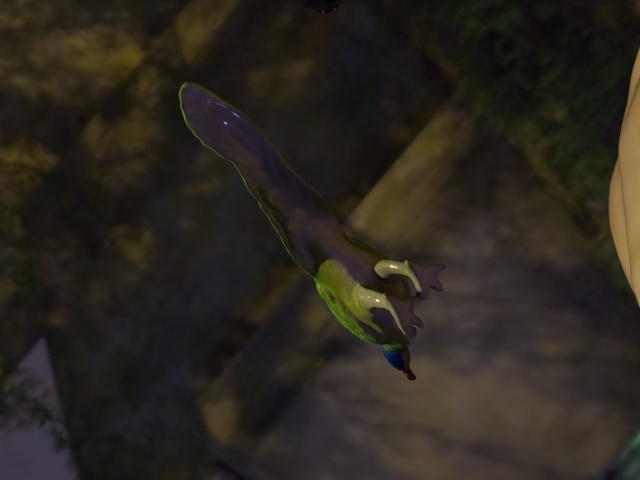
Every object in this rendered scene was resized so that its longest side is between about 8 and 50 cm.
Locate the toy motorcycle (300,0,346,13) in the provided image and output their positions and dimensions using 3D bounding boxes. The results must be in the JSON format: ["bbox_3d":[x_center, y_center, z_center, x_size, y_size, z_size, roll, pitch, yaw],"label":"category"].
[{"bbox_3d":[0.029,-0.348,1.306,0.401,0.134,0.207,-46,-55,-53],"label":"toy motorcycle"}]

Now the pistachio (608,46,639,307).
[{"bbox_3d":[0.239,-0.045,0.390,0.226,0.332,0.208,60,169,27],"label":"pistachio"}]

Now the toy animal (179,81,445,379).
[{"bbox_3d":[0.012,0.005,0.636,0.075,0.041,0.217,21,158,42],"label":"toy animal"}]
